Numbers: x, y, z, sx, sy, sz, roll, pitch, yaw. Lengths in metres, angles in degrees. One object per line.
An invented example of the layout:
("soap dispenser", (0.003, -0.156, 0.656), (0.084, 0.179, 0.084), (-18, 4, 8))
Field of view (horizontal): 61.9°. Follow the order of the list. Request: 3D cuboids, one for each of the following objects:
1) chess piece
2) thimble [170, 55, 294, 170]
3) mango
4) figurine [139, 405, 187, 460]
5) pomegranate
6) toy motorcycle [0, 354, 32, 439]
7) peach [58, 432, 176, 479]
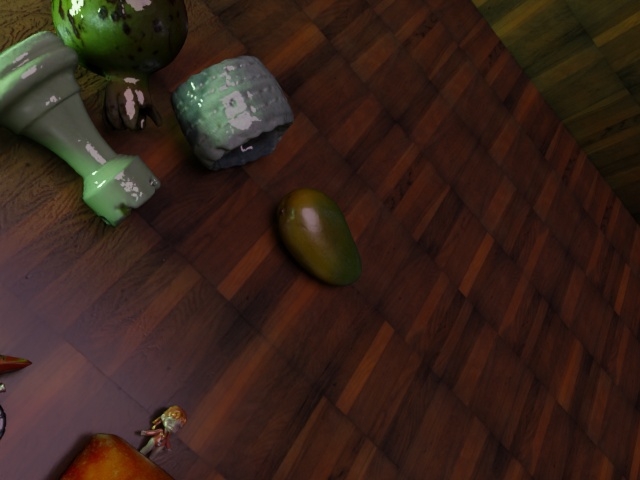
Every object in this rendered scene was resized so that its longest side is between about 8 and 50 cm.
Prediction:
("chess piece", (-0.414, -0.172, 0.901), (0.299, 0.195, 0.194), (51, 52, -20))
("thimble", (-0.167, -0.251, 1.077), (0.171, 0.205, 0.250), (61, 34, -2))
("mango", (0.000, 0.000, 1.171), (0.251, 0.114, 0.156), (61, 41, -17))
("figurine", (-0.271, 0.329, 0.901), (0.064, 0.047, 0.109), (43, 75, -24))
("pomegranate", (-0.370, -0.365, 0.987), (0.243, 0.305, 0.242), (12, 26, -6))
("toy motorcycle", (-0.567, 0.196, 0.709), (0.298, 0.089, 0.171), (22, 61, -28))
("peach", (-0.264, 0.457, 0.752), (0.258, 0.201, 0.361), (-8, 81, -36))
